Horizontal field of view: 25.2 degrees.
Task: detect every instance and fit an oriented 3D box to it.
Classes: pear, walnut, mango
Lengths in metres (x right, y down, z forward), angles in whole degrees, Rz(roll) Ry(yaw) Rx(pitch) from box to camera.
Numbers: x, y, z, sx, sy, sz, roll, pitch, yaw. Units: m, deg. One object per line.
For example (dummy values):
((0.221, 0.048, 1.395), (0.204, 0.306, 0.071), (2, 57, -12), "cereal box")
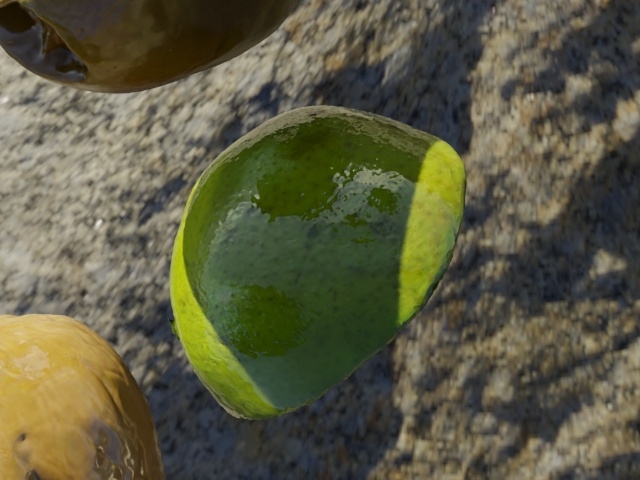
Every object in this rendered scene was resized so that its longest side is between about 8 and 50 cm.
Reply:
((-0.001, -0.005, 1.165), (0.239, 0.288, 0.139), (0, 149, 46), "pear")
((-0.211, 0.159, 1.024), (0.193, 0.193, 0.225), (-16, 109, 12), "walnut")
((-0.120, -0.230, 1.059), (0.182, 0.365, 0.253), (15, 97, 33), "mango")
